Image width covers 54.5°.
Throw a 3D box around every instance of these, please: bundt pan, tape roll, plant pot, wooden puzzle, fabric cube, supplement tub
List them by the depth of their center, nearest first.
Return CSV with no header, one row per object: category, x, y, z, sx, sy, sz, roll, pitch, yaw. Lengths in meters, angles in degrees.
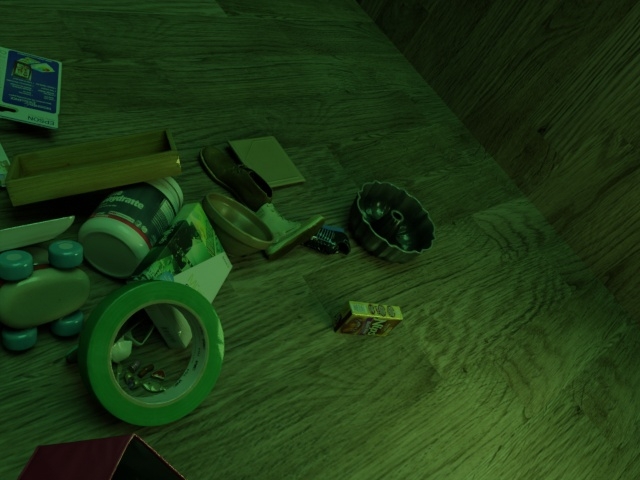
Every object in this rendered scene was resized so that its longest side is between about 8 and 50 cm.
fabric cube,-0.391,0.520,1.072,0.254,0.258,0.259,58,32,-31
tape roll,-0.376,0.250,1.406,0.321,0.077,0.321,0,91,-37
supplement tub,-0.492,-0.050,1.637,0.191,0.191,0.272,30,42,-9
plant pot,-0.260,-0.029,1.813,0.237,0.110,0.237,35,13,-9
wooden puzzle,-0.190,-0.270,2.169,0.238,0.044,0.221,-13,61,-47
bundt pan,0.240,-0.052,2.207,0.330,0.124,0.331,20,44,-20

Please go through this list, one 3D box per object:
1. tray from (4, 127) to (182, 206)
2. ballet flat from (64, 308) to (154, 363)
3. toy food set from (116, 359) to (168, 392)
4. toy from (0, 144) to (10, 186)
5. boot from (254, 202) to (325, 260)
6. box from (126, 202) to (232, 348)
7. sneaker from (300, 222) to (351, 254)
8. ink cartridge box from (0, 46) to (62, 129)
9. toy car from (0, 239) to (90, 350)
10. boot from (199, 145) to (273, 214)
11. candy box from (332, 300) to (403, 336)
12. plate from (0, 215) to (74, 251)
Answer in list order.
tray,-0.584,-0.197,1.621,0.410,0.076,0.203,-12,30,-14
ballet flat,-0.472,0.226,1.482,0.096,0.095,0.280,50,41,-4
toy food set,-0.422,0.320,1.481,0.122,0.019,0.078,13,47,-26
toy,-0.894,-0.236,1.626,0.137,0.056,0.237,-13,61,-43
boot,-0.108,-0.058,1.937,0.213,0.077,0.165,-34,67,-2
box,-0.352,0.085,1.614,0.322,0.058,0.232,-68,144,-48
sneaker,0.000,0.000,2.023,0.232,0.081,0.090,3,47,-34
ink cartridge box,-0.916,-0.439,1.790,0.303,0.072,0.307,10,51,-30
toy car,-0.671,0.088,1.424,0.210,0.219,0.238,-16,34,-42
boot,-0.266,-0.217,2.008,0.305,0.115,0.112,45,43,10
candy box,0.143,0.240,1.885,0.186,0.109,0.053,8,49,-29
plate,-0.720,0.006,1.390,0.278,0.277,0.045,-18,96,-38
